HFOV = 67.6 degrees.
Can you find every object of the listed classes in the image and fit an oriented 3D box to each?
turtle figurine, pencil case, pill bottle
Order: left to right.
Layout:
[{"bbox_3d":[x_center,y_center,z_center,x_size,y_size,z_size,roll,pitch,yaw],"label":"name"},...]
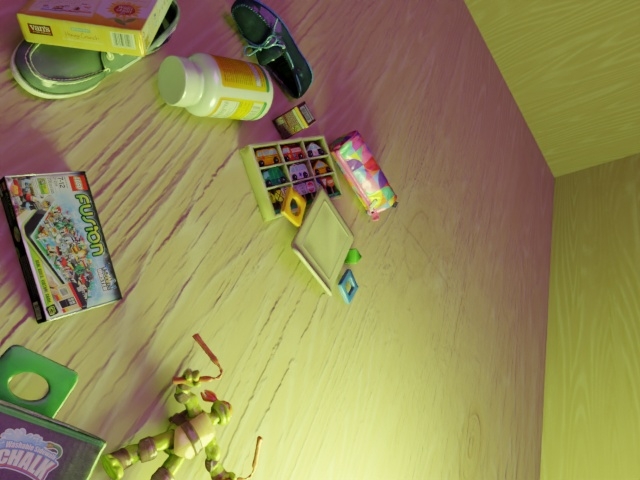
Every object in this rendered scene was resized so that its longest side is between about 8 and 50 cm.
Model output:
[{"bbox_3d":[-0.217,0.298,0.740,0.217,0.087,0.269,-28,107,-42],"label":"turtle figurine"},{"bbox_3d":[-0.203,-0.300,0.937,0.208,0.118,0.117,-13,87,-50],"label":"pill bottle"},{"bbox_3d":[0.115,-0.174,1.274,0.236,0.104,0.104,56,43,-18],"label":"pencil case"}]

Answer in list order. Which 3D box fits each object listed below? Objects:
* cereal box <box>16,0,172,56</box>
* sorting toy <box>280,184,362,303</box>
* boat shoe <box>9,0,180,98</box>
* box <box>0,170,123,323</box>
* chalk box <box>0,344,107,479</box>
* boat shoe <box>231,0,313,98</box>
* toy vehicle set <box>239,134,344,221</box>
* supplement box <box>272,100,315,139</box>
[{"bbox_3d":[-0.336,-0.382,0.757,0.173,0.047,0.240,6,50,-4],"label":"cereal box"},{"bbox_3d":[0.000,0.000,1.099,0.347,0.047,0.196,54,45,-39],"label":"sorting toy"},{"bbox_3d":[-0.355,-0.336,0.789,0.116,0.099,0.319,58,43,-20],"label":"boat shoe"},{"bbox_3d":[-0.376,0.005,0.697,0.114,0.036,0.207,-17,90,-50],"label":"box"},{"bbox_3d":[-0.374,0.261,0.505,0.180,0.179,0.289,41,49,-31],"label":"chalk box"},{"bbox_3d":[-0.105,-0.442,1.108,0.258,0.109,0.089,39,54,-31],"label":"boat shoe"},{"bbox_3d":[-0.057,-0.152,1.115,0.267,0.035,0.166,-23,95,-50],"label":"toy vehicle set"},{"bbox_3d":[-0.062,-0.279,1.116,0.055,0.083,0.043,59,42,-17],"label":"supplement box"}]
